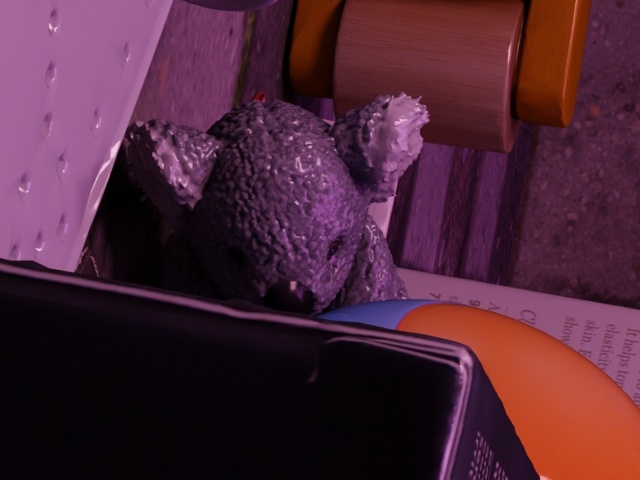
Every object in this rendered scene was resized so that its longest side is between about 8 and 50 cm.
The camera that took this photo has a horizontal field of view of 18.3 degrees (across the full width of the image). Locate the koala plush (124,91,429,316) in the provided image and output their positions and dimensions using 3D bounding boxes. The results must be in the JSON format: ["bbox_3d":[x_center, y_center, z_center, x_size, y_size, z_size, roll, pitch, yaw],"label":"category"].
[{"bbox_3d":[-0.026,0.003,1.139,0.221,0.196,0.203,84,1,-49],"label":"koala plush"}]

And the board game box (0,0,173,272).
[{"bbox_3d":[-0.121,-0.208,0.806,0.390,0.050,0.390,77,26,-59],"label":"board game box"}]

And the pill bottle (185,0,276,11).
[{"bbox_3d":[-0.043,-0.213,1.083,0.087,0.087,0.160,70,32,-67],"label":"pill bottle"}]

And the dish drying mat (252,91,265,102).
[{"bbox_3d":[-0.045,-0.061,1.385,0.032,0.008,0.083,-66,161,-52],"label":"dish drying mat"}]

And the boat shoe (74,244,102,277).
[{"bbox_3d":[-0.114,0.091,1.031,0.080,0.073,0.223,-66,162,-51],"label":"boat shoe"}]

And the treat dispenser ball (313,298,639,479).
[{"bbox_3d":[0.046,0.172,0.986,0.288,0.288,0.288,10,90,-78],"label":"treat dispenser ball"}]

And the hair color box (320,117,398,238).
[{"bbox_3d":[0.000,0.000,1.428,0.053,0.093,0.167,96,7,-81],"label":"hair color box"}]

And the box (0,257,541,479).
[{"bbox_3d":[-0.090,0.141,0.661,0.395,0.293,0.212,56,46,-74],"label":"box"}]

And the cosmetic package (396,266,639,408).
[{"bbox_3d":[0.136,0.259,1.563,0.329,0.394,0.327,-67,162,-44],"label":"cosmetic package"}]

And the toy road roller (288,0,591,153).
[{"bbox_3d":[0.085,-0.237,1.384,0.240,0.202,0.329,11,87,-77],"label":"toy road roller"}]
